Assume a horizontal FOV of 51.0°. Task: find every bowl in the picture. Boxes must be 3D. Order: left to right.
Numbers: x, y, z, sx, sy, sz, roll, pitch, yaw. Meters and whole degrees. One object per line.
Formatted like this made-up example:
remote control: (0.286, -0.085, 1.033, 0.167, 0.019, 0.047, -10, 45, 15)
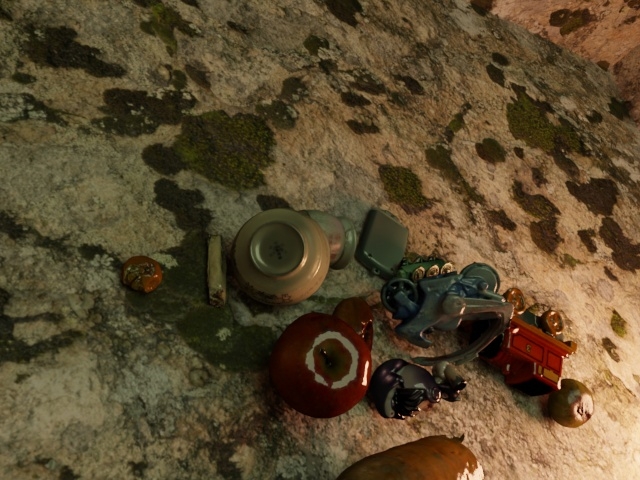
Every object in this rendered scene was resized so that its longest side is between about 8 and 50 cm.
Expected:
bowl: (-0.095, 0.028, 1.531, 0.238, 0.126, 0.237, 0, 79, 0)

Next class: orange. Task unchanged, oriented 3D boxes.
orange: (-0.375, 0.067, 1.423, 0.086, 0.062, 0.086, 22, 46, -25)

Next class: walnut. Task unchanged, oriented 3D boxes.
walnut: (0.074, 0.225, 1.612, 0.116, 0.116, 0.207, 29, 46, -17)

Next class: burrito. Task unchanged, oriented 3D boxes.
burrito: (-0.238, 0.065, 1.545, 0.045, 0.041, 0.185, -9, 57, 7)

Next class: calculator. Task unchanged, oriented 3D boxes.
calculator: (0.177, 0.007, 1.893, 0.141, 0.045, 0.246, 32, 45, -14)

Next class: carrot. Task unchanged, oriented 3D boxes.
carrot: (0.170, 0.534, 1.383, 0.341, 0.224, 0.224, -9, 65, -49)

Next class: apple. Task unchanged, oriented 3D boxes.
apple: (-0.005, 0.275, 1.449, 0.230, 0.230, 0.230, 20, 49, -25)

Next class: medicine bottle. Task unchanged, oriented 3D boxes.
medicine bottle: (0.000, 0.000, 1.692, 0.143, 0.147, 0.147, 9, 54, -34)

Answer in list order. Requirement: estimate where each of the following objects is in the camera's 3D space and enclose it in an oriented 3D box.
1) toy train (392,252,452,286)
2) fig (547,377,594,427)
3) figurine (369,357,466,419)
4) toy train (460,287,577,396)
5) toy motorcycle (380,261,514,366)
toy train: (0.281, 0.108, 1.844, 0.194, 0.125, 0.081, -8, 25, -34)
fig: (0.711, 0.461, 1.906, 0.153, 0.121, 0.136, 16, 87, -52)
figurine: (0.226, 0.347, 1.607, 0.222, 0.145, 0.145, -9, 64, -22)
toy train: (0.563, 0.292, 1.900, 0.369, 0.163, 0.231, 28, 55, -18)
toy motorcycle: (0.325, 0.191, 1.709, 0.319, 0.182, 0.241, -11, 68, 1)
